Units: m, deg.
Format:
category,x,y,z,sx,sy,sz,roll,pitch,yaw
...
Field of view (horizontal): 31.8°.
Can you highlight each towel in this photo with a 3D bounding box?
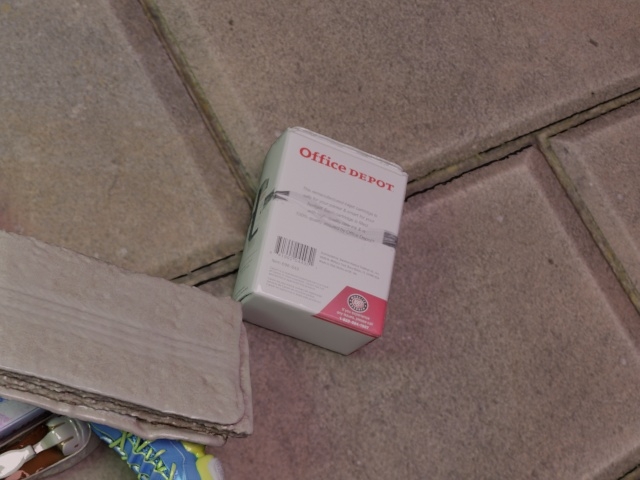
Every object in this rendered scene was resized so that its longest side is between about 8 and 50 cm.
category,x,y,z,sx,sy,sz,roll,pitch,yaw
towel,-0.196,0.095,1.072,0.282,0.049,0.187,20,35,-22

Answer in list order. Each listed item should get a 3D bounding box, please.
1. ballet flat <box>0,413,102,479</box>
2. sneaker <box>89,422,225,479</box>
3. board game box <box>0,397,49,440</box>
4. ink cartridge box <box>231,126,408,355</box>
category,x,y,z,sx,sy,sz,roll,pitch,yaw
ballet flat,-0.269,0.203,1.080,0.168,0.052,0.057,-31,84,-33
sneaker,-0.167,0.205,1.083,0.126,0.091,0.240,13,37,-24
board game box,-0.437,0.085,1.044,0.319,0.066,0.318,-29,82,-33
ink cartridge box,0.000,0.000,1.278,0.159,0.092,0.217,21,62,-16
